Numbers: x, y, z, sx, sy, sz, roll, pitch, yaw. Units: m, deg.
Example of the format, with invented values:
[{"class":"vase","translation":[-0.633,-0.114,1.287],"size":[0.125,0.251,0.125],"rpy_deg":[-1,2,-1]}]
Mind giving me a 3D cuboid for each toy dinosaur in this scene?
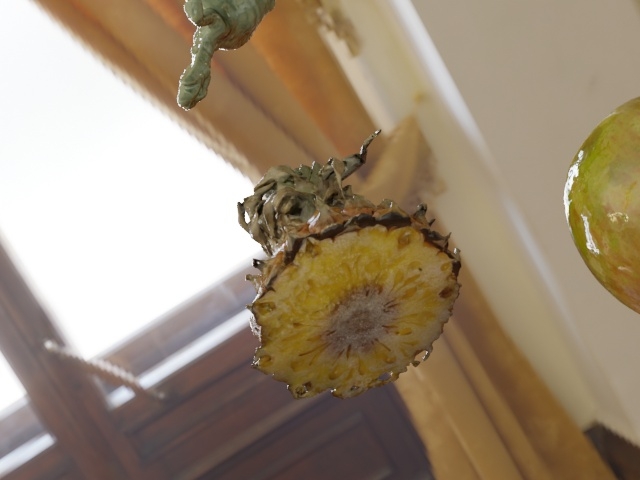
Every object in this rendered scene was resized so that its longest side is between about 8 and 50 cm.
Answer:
[{"class":"toy dinosaur","translation":[-0.074,-0.322,1.429],"size":[0.092,0.205,0.393],"rpy_deg":[9,48,26]}]

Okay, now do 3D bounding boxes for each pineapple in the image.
[{"class":"pineapple","translation":[0.000,0.000,1.567],"size":[0.262,0.262,0.271],"rpy_deg":[-30,39,2]}]

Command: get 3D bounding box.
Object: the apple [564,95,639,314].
[{"class":"apple","translation":[0.304,-0.030,1.178],"size":[0.196,0.196,0.196],"rpy_deg":[-28,13,7]}]
